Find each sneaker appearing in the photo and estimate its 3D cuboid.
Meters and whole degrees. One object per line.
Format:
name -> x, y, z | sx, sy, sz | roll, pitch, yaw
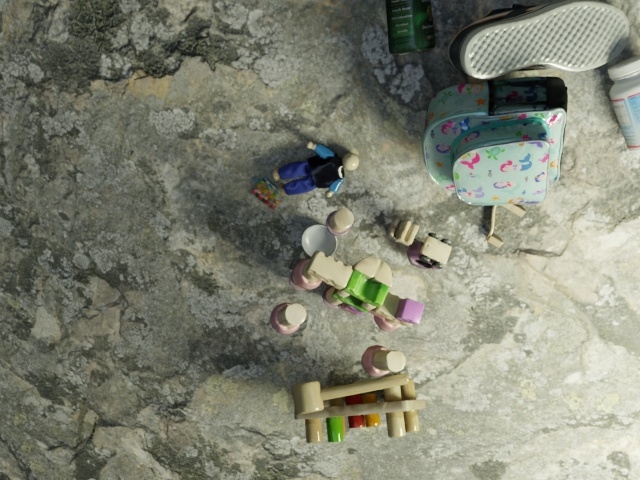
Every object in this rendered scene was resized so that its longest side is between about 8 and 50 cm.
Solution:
sneaker -> 0.385, -0.368, 1.049 | 0.320, 0.127, 0.126 | -9, 115, -9

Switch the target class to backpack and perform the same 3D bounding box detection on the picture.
backpack -> 0.317, -0.180, 1.078 | 0.253, 0.191, 0.225 | 5, 147, 20

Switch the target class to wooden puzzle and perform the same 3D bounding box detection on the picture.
wooden puzzle -> -0.124, -0.112, 1.321 | 0.083, 0.006, 0.049 | 41, 114, -3

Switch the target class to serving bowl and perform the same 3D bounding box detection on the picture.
serving bowl -> 0.000, 0.000, 1.320 | 0.083, 0.027, 0.084 | 5, 110, 13

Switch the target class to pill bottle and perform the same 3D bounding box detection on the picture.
pill bottle -> 0.582, -0.250, 1.053 | 0.087, 0.087, 0.160 | -21, 103, 20

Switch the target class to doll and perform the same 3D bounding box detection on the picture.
doll -> -0.008, -0.153, 1.256 | 0.188, 0.046, 0.129 | -12, 107, 18

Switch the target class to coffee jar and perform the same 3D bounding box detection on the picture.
coffee jar -> 0.164, -0.445, 1.078 | 0.079, 0.096, 0.185 | 3, 112, 33

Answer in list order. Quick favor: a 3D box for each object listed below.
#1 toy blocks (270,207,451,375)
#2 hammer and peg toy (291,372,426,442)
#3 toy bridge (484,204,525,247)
toy blocks -> 0.072, 0.107, 1.264 | 0.288, 0.260, 0.309 | 26, 74, -6
hammer and peg toy -> 0.087, 0.372, 1.266 | 0.265, 0.361, 0.128 | -10, 73, 16
toy bridge -> 0.393, -0.072, 1.198 | 0.063, 0.026, 0.188 | 32, 114, 4
